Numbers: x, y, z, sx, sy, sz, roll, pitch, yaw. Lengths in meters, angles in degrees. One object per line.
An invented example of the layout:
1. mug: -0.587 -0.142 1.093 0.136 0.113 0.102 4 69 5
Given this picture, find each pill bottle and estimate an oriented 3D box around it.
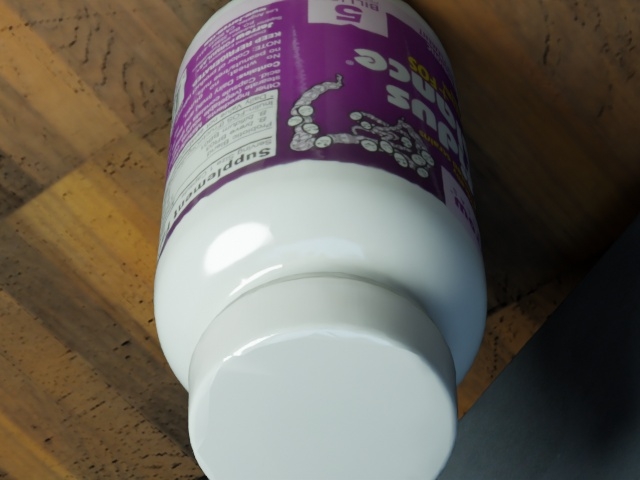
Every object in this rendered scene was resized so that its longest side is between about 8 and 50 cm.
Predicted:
1. pill bottle: 0.000 0.000 0.955 0.169 0.301 0.169 -1 126 -1

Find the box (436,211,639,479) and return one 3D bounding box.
1. box: 0.361 0.193 1.058 0.472 0.297 0.480 33 105 -24
